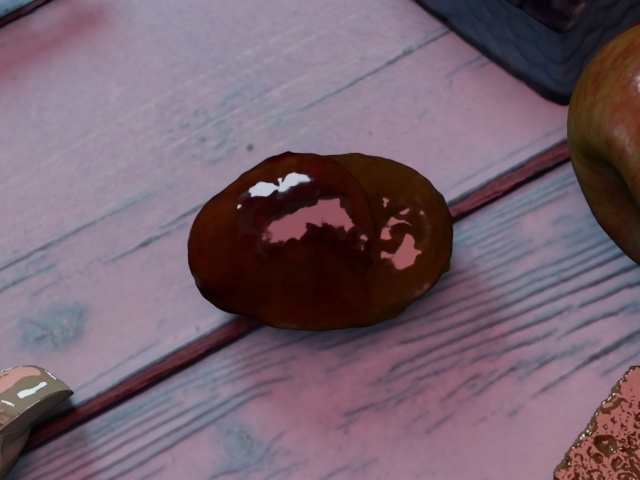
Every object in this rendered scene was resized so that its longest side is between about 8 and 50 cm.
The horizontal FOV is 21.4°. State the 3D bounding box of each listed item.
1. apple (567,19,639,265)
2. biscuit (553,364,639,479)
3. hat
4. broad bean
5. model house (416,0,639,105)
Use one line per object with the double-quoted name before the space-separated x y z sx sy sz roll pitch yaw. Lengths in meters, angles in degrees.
"apple" 0.340 -0.077 1.366 0.264 0.264 0.264 -3 69 7
"biscuit" 0.317 0.210 1.379 0.231 0.025 0.131 35 79 18
"hat" -0.295 0.165 1.471 0.166 0.081 0.122 -31 28 -20
"broad bean" -0.001 0.001 1.454 0.228 0.122 0.156 -3 67 11
"model house" 0.167 -0.375 1.459 0.360 0.339 0.297 41 82 20
